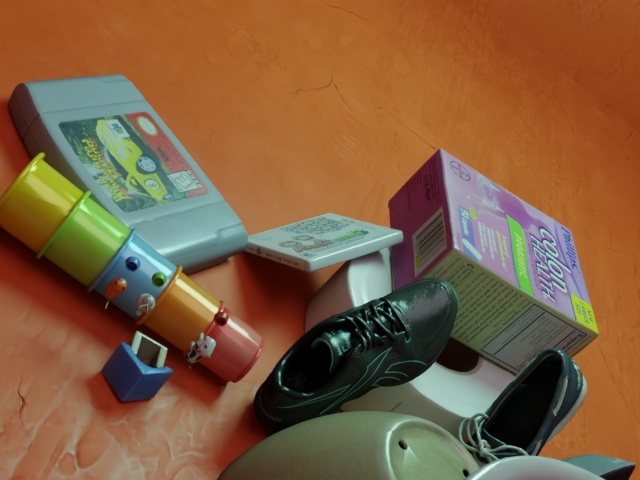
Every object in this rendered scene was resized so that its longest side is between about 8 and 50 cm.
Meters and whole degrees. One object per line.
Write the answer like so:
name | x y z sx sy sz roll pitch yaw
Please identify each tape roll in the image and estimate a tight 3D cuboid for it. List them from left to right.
tape roll | 0.120 0.137 1.319 0.286 0.100 0.286 29 35 -23

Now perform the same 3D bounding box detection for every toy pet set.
toy pet set | -0.172 0.100 1.027 0.122 0.114 0.065 33 24 -15

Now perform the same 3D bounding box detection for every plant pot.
plant pot | 0.056 0.276 0.997 0.284 0.191 0.284 29 34 -21

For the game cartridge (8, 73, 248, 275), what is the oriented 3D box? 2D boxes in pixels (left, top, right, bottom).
game cartridge | -0.235 -0.081 1.234 0.294 0.060 0.196 51 36 12

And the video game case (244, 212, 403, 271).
video game case | 0.000 0.000 1.307 0.157 0.019 0.143 -17 22 -37

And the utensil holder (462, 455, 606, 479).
utensil holder | 0.086 0.389 0.711 0.328 0.385 0.327 28 35 -21

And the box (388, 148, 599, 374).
box | 0.221 0.033 1.348 0.243 0.117 0.213 30 33 -21

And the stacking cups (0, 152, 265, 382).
stacking cups | -0.204 0.044 1.096 0.316 0.096 0.096 41 31 -11

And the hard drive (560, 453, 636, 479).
hard drive | 0.264 0.332 1.191 0.054 0.172 0.255 34 22 34

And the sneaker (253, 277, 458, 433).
sneaker | 0.048 0.120 1.127 0.267 0.106 0.101 -34 67 -18

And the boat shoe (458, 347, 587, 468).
boat shoe | 0.211 0.234 1.176 0.095 0.254 0.079 39 -4 41
